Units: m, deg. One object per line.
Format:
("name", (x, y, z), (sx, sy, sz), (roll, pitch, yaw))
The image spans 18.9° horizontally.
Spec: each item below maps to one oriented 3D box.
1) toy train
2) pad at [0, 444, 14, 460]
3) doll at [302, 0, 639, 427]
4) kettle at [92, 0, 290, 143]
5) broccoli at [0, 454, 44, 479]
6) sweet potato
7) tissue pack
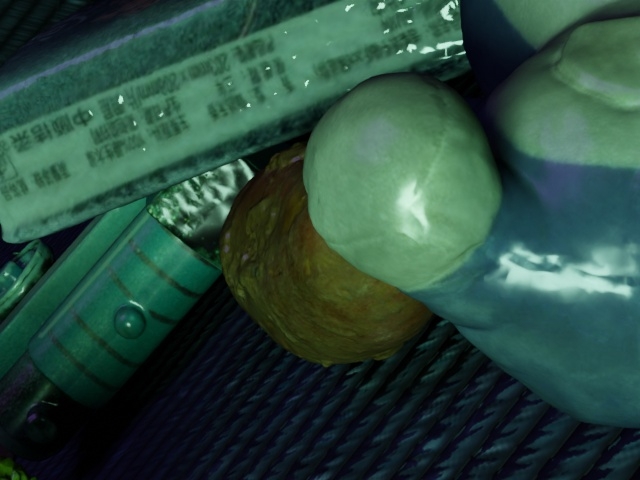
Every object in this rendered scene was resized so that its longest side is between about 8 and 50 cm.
("toy train", (-0.127, 0.021, 1.315), (0.298, 0.120, 0.194), (-48, 18, 13))
("pad", (-0.331, 0.273, 1.562), (0.266, 0.002, 0.176), (-50, 13, 7))
("doll", (0.123, -0.058, 0.606), (0.228, 0.154, 0.258), (-3, 47, 27))
("kettle", (-0.024, -0.252, 1.431), (0.308, 0.262, 0.203), (-49, 57, 0))
("broccoli", (-0.223, 0.224, 0.990), (0.254, 0.186, 0.302), (-20, -15, -10))
("sweet potato", (0.000, 0.000, 0.979), (0.109, 0.109, 0.385), (-51, 8, -1))
("tissue pack", (-0.030, -0.119, 1.099), (0.316, 0.103, 0.228), (-20, 13, 20))
